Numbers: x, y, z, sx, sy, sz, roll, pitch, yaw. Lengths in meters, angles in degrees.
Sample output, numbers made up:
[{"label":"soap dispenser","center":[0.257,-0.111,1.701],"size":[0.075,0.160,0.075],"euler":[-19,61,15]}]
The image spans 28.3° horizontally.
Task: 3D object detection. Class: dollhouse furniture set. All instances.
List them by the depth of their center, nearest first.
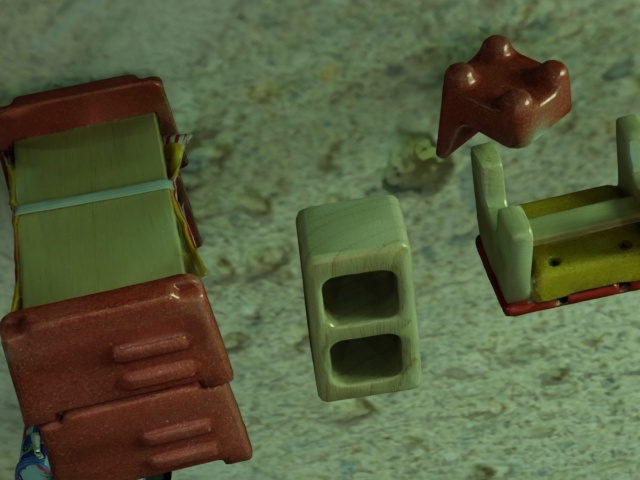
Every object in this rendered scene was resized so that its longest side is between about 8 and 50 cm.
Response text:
[{"label":"dollhouse furniture set","center":[0.000,0.000,0.760],"size":[0.374,0.201,0.152],"euler":[-11,135,-4]}]

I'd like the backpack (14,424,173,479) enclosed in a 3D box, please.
[{"label":"backpack","center":[-0.169,0.201,0.947],"size":[0.117,0.173,0.158],"euler":[4,135,-10]}]
